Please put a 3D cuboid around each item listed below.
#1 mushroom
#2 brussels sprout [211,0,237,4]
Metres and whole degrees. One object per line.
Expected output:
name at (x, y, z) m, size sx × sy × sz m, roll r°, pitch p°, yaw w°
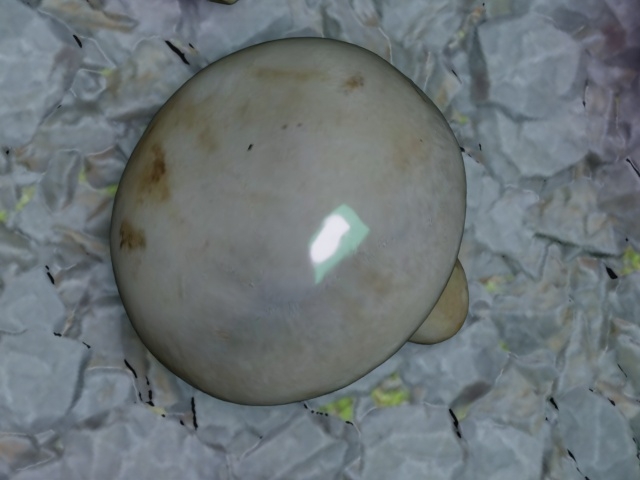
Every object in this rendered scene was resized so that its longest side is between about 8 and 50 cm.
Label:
mushroom at (0.000, 0.000, 1.053) m, size 0.215 × 0.207 × 0.207 m, roll 29°, pitch 80°, yaw -46°
brussels sprout at (-0.066, -0.227, 1.054) m, size 0.161 × 0.144 × 0.181 m, roll 27°, pitch 90°, yaw -43°
